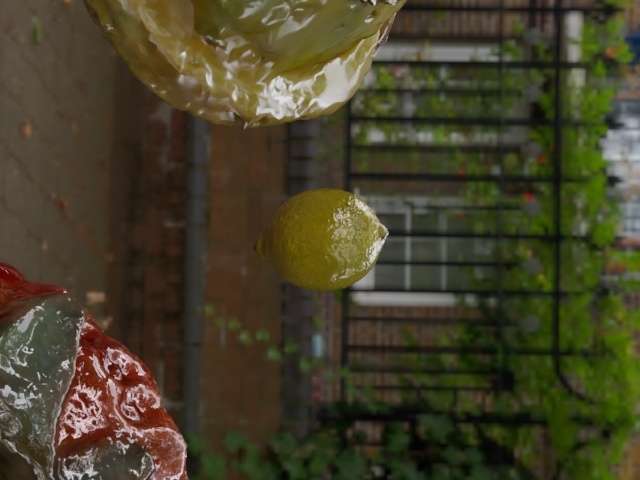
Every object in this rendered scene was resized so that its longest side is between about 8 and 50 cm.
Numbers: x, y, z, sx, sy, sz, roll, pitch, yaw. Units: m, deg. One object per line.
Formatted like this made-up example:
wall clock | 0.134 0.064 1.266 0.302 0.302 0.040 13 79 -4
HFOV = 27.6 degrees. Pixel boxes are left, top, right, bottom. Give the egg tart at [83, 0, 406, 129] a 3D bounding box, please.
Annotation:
egg tart | -0.018 -0.187 0.642 0.288 0.118 0.288 2 87 -58

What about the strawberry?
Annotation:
strawberry | -0.189 0.143 0.624 0.149 0.336 0.265 23 70 -39

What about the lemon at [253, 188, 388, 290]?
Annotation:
lemon | 0.000 0.000 0.783 0.062 0.083 0.062 -5 90 -79
